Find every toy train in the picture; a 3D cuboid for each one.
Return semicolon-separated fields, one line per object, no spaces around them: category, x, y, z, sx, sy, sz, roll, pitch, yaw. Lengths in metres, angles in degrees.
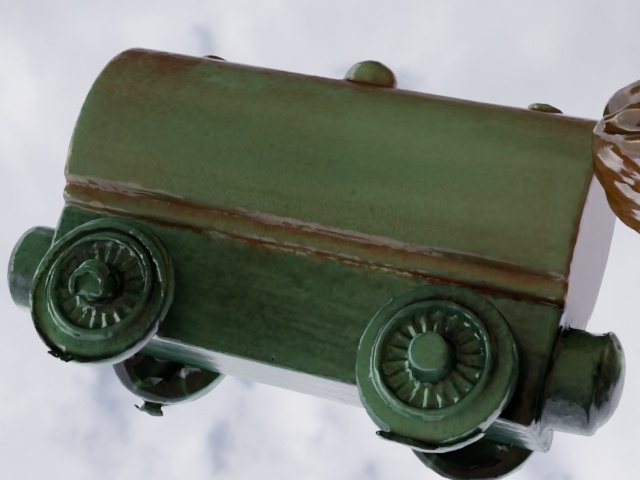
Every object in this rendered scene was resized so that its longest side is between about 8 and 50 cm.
toy train;0.000;0.000;0.639;0.286;0.116;0.177;11;-106;23

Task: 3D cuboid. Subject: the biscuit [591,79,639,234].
biscuit;0.185;-0.005;0.373;0.262;0.277;0.052;35;-103;-33
